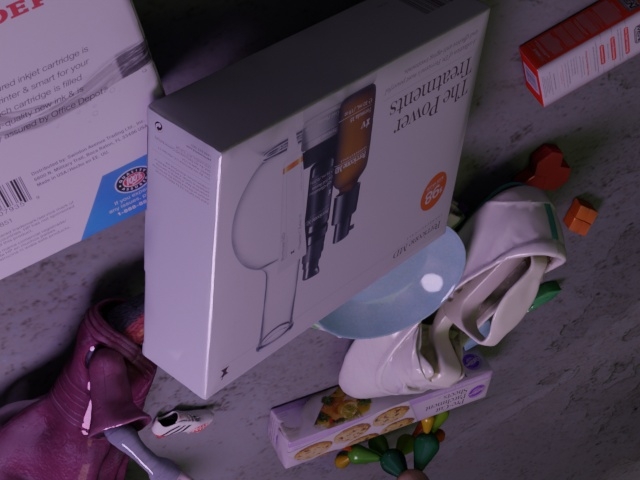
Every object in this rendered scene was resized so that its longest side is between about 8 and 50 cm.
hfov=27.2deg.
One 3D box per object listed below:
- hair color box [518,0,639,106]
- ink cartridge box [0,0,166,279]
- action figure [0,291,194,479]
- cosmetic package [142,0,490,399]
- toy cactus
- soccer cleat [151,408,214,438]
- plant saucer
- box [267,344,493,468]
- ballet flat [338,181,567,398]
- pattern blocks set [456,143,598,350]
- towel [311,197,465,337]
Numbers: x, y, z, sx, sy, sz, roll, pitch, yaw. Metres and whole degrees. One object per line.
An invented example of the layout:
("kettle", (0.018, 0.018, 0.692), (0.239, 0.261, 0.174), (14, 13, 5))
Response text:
("hair color box", (0.296, -0.216, 1.480), (0.141, 0.043, 0.072), (-29, 145, -3))
("ink cartridge box", (-0.256, -0.131, 1.085), (0.223, 0.129, 0.307), (-26, 145, -9))
("action figure", (-0.252, 0.165, 1.457), (0.276, 0.248, 0.370), (25, 111, -5))
("cosmetic package", (-0.002, -0.059, 1.259), (0.377, 0.097, 0.284), (-33, 145, -39))
("toy cactus", (0.113, 0.320, 1.882), (0.219, 0.180, 0.112), (-36, 125, -4))
("soccer cleat", (-0.173, 0.227, 1.669), (0.083, 0.029, 0.035), (-10, 144, -22))
("plant saucer", (0.074, 0.036, 1.542), (0.195, 0.037, 0.195), (-13, 136, -13))
("box", (0.084, 0.225, 1.831), (0.324, 0.063, 0.067), (-16, 142, -22))
("ballet flat", (0.160, 0.101, 1.647), (0.139, 0.139, 0.400), (8, 132, -43))
("pattern blocks set", (0.241, 0.026, 1.745), (0.285, 0.026, 0.325), (-34, 145, 2))
("towel", (0.000, 0.000, 1.520), (0.248, 0.038, 0.325), (-45, 143, 19))
